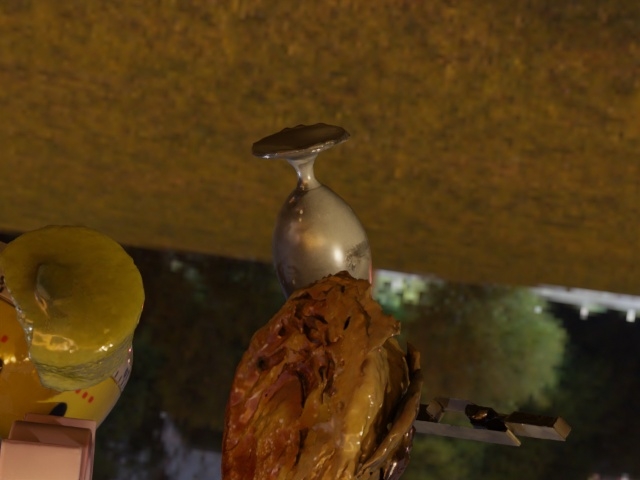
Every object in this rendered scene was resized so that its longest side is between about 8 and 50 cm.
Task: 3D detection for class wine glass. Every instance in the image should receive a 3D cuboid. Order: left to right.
[{"bbox_3d":[0.000,0.000,1.450,0.103,0.222,0.103,-11,-161,4],"label":"wine glass"}]

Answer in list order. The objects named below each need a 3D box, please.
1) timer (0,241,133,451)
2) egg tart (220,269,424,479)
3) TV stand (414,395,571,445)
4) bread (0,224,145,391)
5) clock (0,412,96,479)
[{"bbox_3d":[-0.373,0.166,1.682,0.285,0.285,0.285,9,173,1],"label":"timer"},{"bbox_3d":[0.008,0.166,1.289,0.132,0.297,0.297,27,167,-19],"label":"egg tart"},{"bbox_3d":[0.177,0.207,1.713,0.249,0.042,0.036,2,144,43],"label":"TV stand"},{"bbox_3d":[-0.207,0.057,1.240,0.111,0.129,0.114,-11,156,-16],"label":"bread"},{"bbox_3d":[-0.274,0.317,1.449,0.080,0.290,0.275,6,-177,-6],"label":"clock"}]
